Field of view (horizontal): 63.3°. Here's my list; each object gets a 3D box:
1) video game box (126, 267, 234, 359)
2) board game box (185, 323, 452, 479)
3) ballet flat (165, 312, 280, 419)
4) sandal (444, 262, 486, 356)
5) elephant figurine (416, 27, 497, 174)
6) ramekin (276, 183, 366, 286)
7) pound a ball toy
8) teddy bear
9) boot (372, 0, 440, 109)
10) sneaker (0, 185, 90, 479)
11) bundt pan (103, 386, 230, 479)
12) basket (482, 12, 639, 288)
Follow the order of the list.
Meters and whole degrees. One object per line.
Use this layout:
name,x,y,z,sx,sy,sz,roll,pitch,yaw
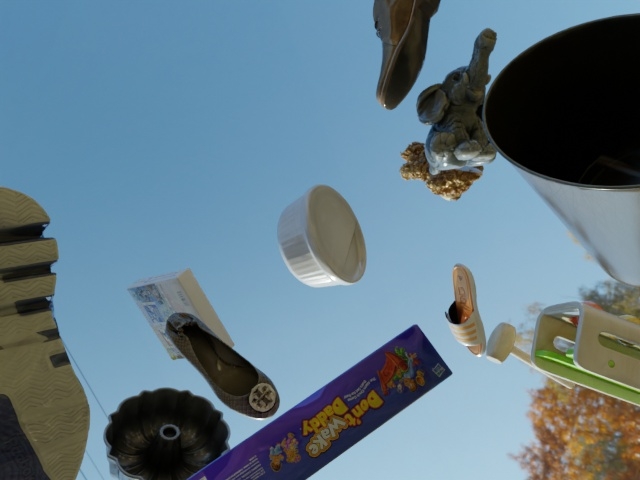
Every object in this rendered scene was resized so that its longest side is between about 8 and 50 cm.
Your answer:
video game box,-0.307,0.167,1.138,0.048,0.187,0.205,-48,-62,-50
board game box,0.000,0.265,0.716,0.347,0.233,0.078,-32,-109,-11
ballet flat,-0.169,0.211,0.892,0.250,0.058,0.084,41,-124,9
sandal,0.370,0.192,1.386,0.076,0.102,0.265,-19,-76,-19
elephant figurine,0.288,-0.276,1.075,0.169,0.186,0.239,5,-99,-62
ramekin,0.000,0.000,1.364,0.273,0.127,0.273,37,-138,-42
pound a ball toy,0.492,0.195,0.926,0.319,0.208,0.135,21,-107,-6
teddy bear,0.364,-0.214,1.587,0.245,0.338,0.113,-5,-61,-27
boot,0.157,-0.423,1.071,0.112,0.115,0.305,7,-79,-62
sneaker,-0.327,0.109,0.524,0.127,0.182,0.315,-4,-89,-39
bundt pan,-0.414,0.557,1.395,0.331,0.331,0.124,1,-61,-34
basket,0.278,-0.057,0.459,0.227,0.204,0.154,37,-93,-42
